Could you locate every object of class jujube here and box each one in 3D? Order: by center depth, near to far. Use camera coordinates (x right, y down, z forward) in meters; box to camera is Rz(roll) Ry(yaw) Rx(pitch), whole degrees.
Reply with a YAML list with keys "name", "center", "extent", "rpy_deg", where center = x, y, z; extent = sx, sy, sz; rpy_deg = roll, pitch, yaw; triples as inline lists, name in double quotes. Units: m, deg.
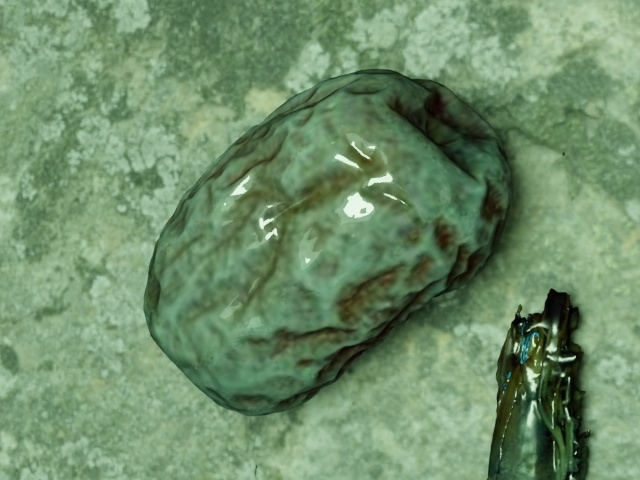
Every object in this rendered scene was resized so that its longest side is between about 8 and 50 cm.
- name: "jujube"
  center: [0.000, 0.000, 1.272]
  extent: [0.317, 0.226, 0.226]
  rpy_deg: [-42, 76, 22]

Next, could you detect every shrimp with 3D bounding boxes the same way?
- name: "shrimp"
  center: [0.236, 0.183, 1.266]
  extent: [0.222, 0.054, 0.290]
  rpy_deg: [-2, 94, 22]
